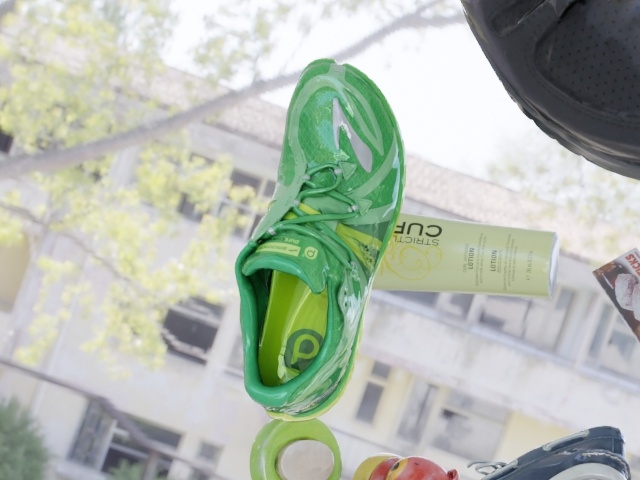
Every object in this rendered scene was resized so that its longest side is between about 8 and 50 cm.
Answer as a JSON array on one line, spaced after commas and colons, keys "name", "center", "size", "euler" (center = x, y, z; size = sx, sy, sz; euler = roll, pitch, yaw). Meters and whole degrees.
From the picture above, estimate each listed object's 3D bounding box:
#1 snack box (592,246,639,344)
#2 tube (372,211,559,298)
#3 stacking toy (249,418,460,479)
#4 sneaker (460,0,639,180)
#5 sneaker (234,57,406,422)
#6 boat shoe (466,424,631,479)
[{"name": "snack box", "center": [0.385, 0.073, 1.418], "size": [0.022, 0.064, 0.178], "euler": [56, 8, -29]}, {"name": "tube", "center": [0.094, 0.013, 1.087], "size": [0.240, 0.070, 0.062], "euler": [6, -40, 18]}, {"name": "stacking toy", "center": [0.029, 0.370, 1.501], "size": [0.279, 0.309, 0.130], "euler": [38, -30, -23]}, {"name": "sneaker", "center": [0.097, -0.163, 0.568], "size": [0.341, 0.125, 0.139], "euler": [54, 7, 30]}, {"name": "sneaker", "center": [0.000, 0.000, 0.943], "size": [0.109, 0.296, 0.123], "euler": [7, -2, 14]}, {"name": "boat shoe", "center": [0.196, 0.254, 1.174], "size": [0.095, 0.079, 0.254], "euler": [36, -49, -15]}]
